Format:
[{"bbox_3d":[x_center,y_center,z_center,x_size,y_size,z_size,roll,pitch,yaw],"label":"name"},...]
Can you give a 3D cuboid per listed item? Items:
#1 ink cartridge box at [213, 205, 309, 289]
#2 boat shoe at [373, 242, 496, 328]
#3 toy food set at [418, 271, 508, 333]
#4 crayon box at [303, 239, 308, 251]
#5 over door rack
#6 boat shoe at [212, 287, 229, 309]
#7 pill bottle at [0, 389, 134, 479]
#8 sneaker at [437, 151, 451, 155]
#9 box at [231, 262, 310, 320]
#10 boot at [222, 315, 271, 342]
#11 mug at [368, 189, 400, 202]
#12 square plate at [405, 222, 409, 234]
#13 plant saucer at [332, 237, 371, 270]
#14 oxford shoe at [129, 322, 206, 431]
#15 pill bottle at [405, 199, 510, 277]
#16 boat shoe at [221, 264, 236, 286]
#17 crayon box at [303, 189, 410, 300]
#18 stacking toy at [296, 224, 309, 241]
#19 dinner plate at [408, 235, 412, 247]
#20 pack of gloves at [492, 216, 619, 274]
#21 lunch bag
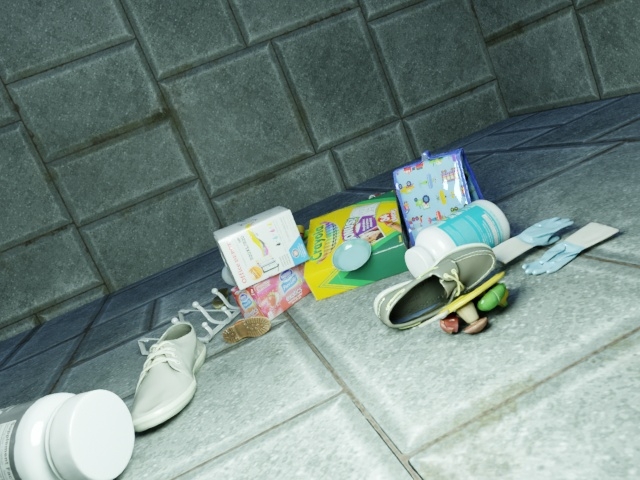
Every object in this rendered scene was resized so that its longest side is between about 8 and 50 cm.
[{"bbox_3d":[-0.186,0.018,1.696,0.233,0.171,0.168,-24,14,-11],"label":"ink cartridge box"},{"bbox_3d":[0.267,0.106,1.236,0.305,0.109,0.091,-29,12,-1],"label":"boat shoe"},{"bbox_3d":[0.306,0.143,1.110,0.218,0.071,0.128,-27,-12,-30],"label":"toy food set"},{"bbox_3d":[-0.012,0.048,2.080,0.323,0.083,0.203,-15,14,29],"label":"crayon box"},{"bbox_3d":[-0.429,0.260,1.834,0.324,0.108,0.239,-16,12,30],"label":"over door rack"},{"bbox_3d":[-0.366,0.226,2.056,0.056,0.048,0.153,-10,18,-2],"label":"boat shoe"},{"bbox_3d":[-0.573,0.424,1.107,0.361,0.204,0.204,-18,12,17],"label":"pill bottle"},{"bbox_3d":[0.435,-0.198,2.004,0.145,0.147,0.385,-21,-10,12],"label":"sneaker"},{"bbox_3d":[-0.137,0.146,1.762,0.128,0.122,0.257,-9,17,46],"label":"box"},{"bbox_3d":[-0.202,0.245,1.606,0.158,0.059,0.085,-18,7,25],"label":"boot"},{"bbox_3d":[0.285,-0.121,2.030,0.169,0.150,0.113,-18,-29,-18],"label":"mug"},{"bbox_3d":[0.372,-0.083,1.996,0.347,0.049,0.344,-14,10,35],"label":"square plate"},{"bbox_3d":[0.092,0.046,1.581,0.120,0.021,0.119,-17,43,16],"label":"plant saucer"},{"bbox_3d":[-0.393,0.330,1.397,0.169,0.130,0.449,-20,13,3],"label":"oxford shoe"},{"bbox_3d":[0.347,0.008,1.421,0.264,0.146,0.146,-27,12,-23],"label":"pill bottle"},{"bbox_3d":[-0.311,0.126,2.266,0.119,0.121,0.335,-25,-2,28],"label":"boat shoe"},{"bbox_3d":[0.117,0.004,1.761,0.313,0.106,0.362,-19,28,13],"label":"crayon box"},{"bbox_3d":[0.000,0.000,2.352,0.309,0.130,0.279,-15,-13,21],"label":"stacking toy"},{"bbox_3d":[0.314,-0.004,1.875,0.141,0.017,0.141,-20,11,4],"label":"dinner plate"},{"bbox_3d":[0.542,0.021,1.307,0.232,0.046,0.195,-28,24,-12],"label":"pack of gloves"},{"bbox_3d":[0.353,-0.125,1.651,0.221,0.293,0.138,-13,15,37],"label":"lunch bag"}]
